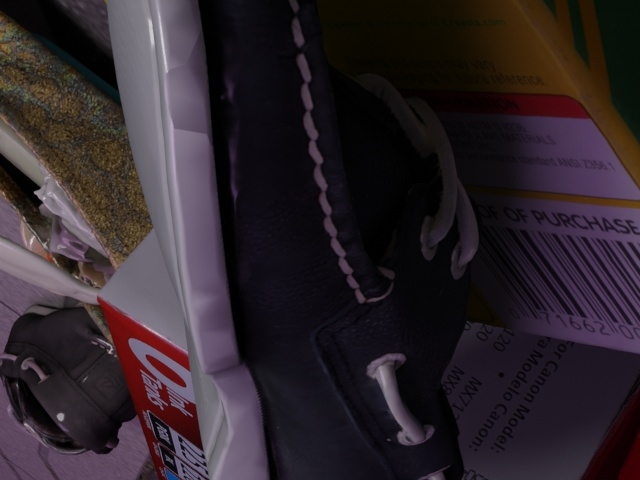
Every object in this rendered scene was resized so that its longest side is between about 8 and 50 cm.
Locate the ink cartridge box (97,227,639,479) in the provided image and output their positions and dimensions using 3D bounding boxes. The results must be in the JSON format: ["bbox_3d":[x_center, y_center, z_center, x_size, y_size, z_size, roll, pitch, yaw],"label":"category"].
[{"bbox_3d":[0.058,0.109,0.787,0.271,0.130,0.309,31,158,16],"label":"ink cartridge box"}]

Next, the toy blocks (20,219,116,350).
[{"bbox_3d":[-0.110,0.036,0.943,0.123,0.054,0.148,47,-179,-25],"label":"toy blocks"}]

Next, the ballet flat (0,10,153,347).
[{"bbox_3d":[-0.184,-0.076,0.817,0.348,0.123,0.123,41,160,-7],"label":"ballet flat"}]

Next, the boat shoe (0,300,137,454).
[{"bbox_3d":[-0.194,0.111,1.257,0.112,0.095,0.335,41,159,-8],"label":"boat shoe"}]

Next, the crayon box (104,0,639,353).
[{"bbox_3d":[0.006,-0.101,0.492,0.202,0.081,0.318,9,146,52],"label":"crayon box"}]

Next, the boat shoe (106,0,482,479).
[{"bbox_3d":[0.000,0.000,0.480,0.302,0.091,0.114,86,172,-65],"label":"boat shoe"}]
